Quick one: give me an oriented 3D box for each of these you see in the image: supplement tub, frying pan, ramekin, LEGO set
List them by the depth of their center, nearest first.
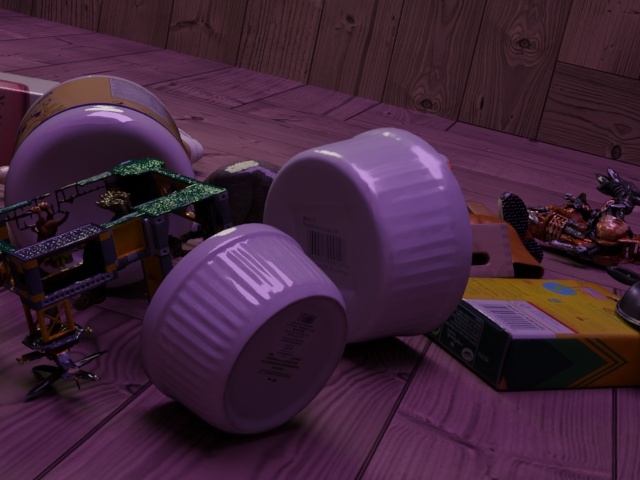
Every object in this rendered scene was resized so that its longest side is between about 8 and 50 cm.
[{"bbox_3d":[-0.068,0.097,1.099,0.207,0.207,0.109,-5,32,-46],"label":"ramekin"},{"bbox_3d":[-0.241,0.050,1.215,0.255,0.192,0.331,13,29,40],"label":"LEGO set"},{"bbox_3d":[0.048,0.000,1.397,0.135,0.277,0.277,-12,28,-39],"label":"ramekin"},{"bbox_3d":[-0.302,-0.095,1.501,0.241,0.241,0.331,8,16,-15],"label":"supplement tub"},{"bbox_3d":[0.516,0.072,1.548,0.197,0.053,0.326,3,16,10],"label":"frying pan"}]

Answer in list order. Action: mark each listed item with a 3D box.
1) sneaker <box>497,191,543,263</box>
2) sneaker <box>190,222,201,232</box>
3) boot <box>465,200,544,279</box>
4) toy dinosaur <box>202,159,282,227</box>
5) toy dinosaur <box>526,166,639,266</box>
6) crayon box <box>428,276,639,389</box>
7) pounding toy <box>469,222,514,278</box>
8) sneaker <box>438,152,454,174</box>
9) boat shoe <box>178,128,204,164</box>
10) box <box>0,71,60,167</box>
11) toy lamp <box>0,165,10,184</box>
[{"bbox_3d":[0.331,-0.019,1.913,0.057,0.161,0.075,-40,32,-19],"label":"sneaker"},{"bbox_3d":[-0.181,-0.024,1.724,0.037,0.032,0.083,21,19,28],"label":"sneaker"},{"bbox_3d":[0.197,0.014,1.765,0.295,0.104,0.211,-5,33,-19],"label":"boot"},{"bbox_3d":[-0.093,-0.059,1.651,0.313,0.160,0.121,3,5,13],"label":"toy dinosaur"},{"bbox_3d":[0.540,-0.007,2.082,0.322,0.164,0.218,34,35,9],"label":"toy dinosaur"},{"bbox_3d":[0.318,0.123,1.499,0.318,0.081,0.202,3,19,-29],"label":"crayon box"},{"bbox_3d":[0.156,0.044,1.634,0.181,0.094,0.206,-2,-12,-22],"label":"pounding toy"},{"bbox_3d":[0.081,-0.105,1.953,0.180,0.125,0.321,-7,0,-28],"label":"sneaker"},{"bbox_3d":[-0.351,-0.207,2.123,0.277,0.098,0.096,28,20,19],"label":"boat shoe"},{"bbox_3d":[-0.566,-0.204,1.846,0.232,0.149,0.127,8,17,-13],"label":"box"},{"bbox_3d":[-0.496,-0.101,1.671,0.080,0.080,0.274,25,21,37],"label":"toy lamp"}]
